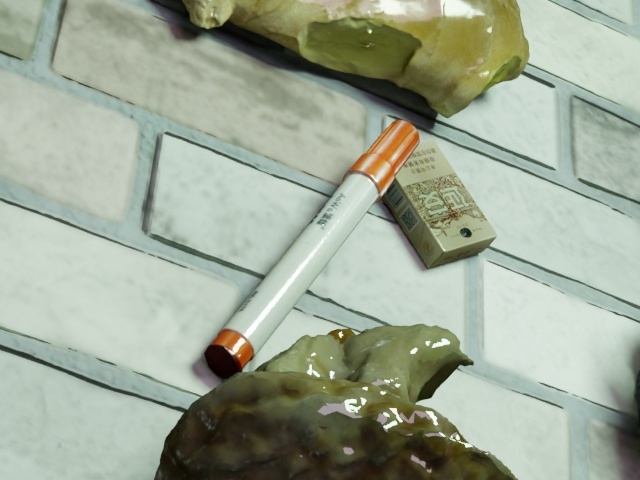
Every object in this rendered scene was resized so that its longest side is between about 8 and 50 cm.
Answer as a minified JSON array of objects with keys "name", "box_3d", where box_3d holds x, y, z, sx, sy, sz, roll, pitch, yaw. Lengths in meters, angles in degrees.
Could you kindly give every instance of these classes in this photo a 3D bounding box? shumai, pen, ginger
[{"name":"shumai","box_3d":[0.019,0.125,0.940,0.206,0.166,0.175,32,21,-8]},{"name":"pen","box_3d":[0.000,0.000,1.083,0.028,0.028,0.239,38,50,0]},{"name":"ginger","box_3d":[0.016,-0.170,1.218,0.294,0.086,0.131,15,70,-17]}]

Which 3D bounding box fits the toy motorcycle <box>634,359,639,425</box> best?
[{"name":"toy motorcycle","box_3d":[0.354,0.138,1.144,0.326,0.148,0.221,24,45,-9]}]

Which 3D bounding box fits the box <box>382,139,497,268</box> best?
[{"name":"box","box_3d":[0.073,-0.025,1.172,0.053,0.024,0.083,-17,64,-40]}]
